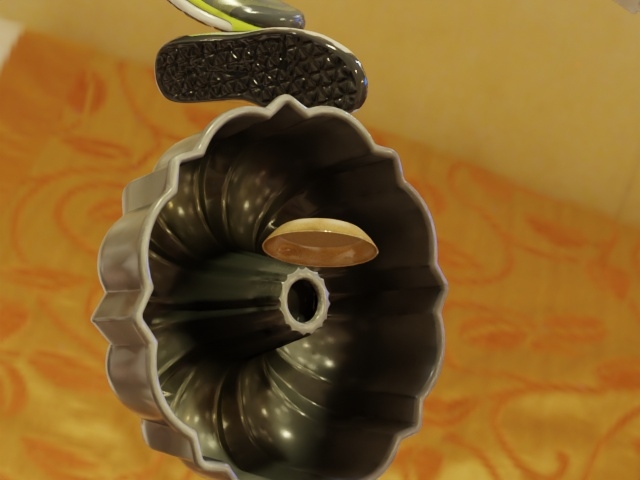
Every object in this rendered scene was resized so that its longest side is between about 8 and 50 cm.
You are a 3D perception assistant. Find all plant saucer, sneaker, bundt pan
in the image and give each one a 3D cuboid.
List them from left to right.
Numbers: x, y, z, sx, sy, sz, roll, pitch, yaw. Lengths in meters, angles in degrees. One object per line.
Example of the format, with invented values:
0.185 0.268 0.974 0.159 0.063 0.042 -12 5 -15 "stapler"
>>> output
-0.134 -0.314 1.822 0.300 0.121 0.111 36 16 2 "sneaker"
-0.053 0.051 1.437 0.331 0.331 0.124 -14 6 -42 "bundt pan"
-0.048 -0.166 1.659 0.235 0.084 0.097 11 15 29 "sneaker"
0.000 0.000 1.258 0.083 0.083 0.015 8 72 -15 "plant saucer"

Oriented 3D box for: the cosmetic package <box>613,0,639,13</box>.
0.224 -0.335 1.301 0.156 0.217 0.385 33 24 -5 "cosmetic package"
